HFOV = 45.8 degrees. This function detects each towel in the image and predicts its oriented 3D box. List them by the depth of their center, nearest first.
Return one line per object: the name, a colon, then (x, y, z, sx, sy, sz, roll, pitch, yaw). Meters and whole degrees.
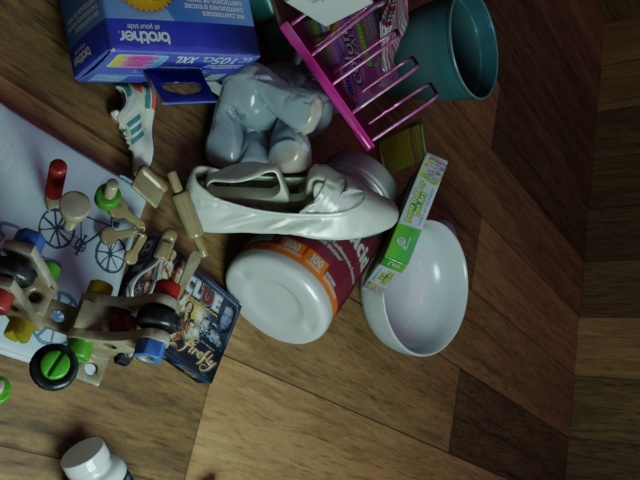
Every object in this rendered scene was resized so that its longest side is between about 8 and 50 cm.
towel: (0.176, -0.502, 1.739, 0.144, 0.029, 0.197, 80, 27, -55)
towel: (0.221, -0.244, 2.025, 0.237, 0.021, 0.102, -29, 109, -50)

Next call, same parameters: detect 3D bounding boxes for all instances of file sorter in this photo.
file sorter: (0.081, -0.364, 1.510, 0.290, 0.182, 0.202, 53, 13, -15)

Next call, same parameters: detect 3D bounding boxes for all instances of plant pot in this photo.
plant pot: (0.280, -0.474, 1.927, 0.272, 0.255, 0.271, 6, 82, -52)

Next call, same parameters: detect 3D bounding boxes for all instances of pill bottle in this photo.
pill bottle: (-0.331, 0.391, 1.165, 0.094, 0.094, 0.169, -44, 122, -46)
pill bottle: (0.000, 0.000, 1.534, 0.392, 0.224, 0.224, -54, 128, -41)

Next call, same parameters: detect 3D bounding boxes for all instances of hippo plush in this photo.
hippo plush: (-0.107, -0.251, 1.479, 0.294, 0.234, 0.236, 38, 23, 5)

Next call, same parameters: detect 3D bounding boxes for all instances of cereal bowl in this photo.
cereal bowl: (0.214, 0.114, 1.866, 0.339, 0.141, 0.338, 1, 89, -44)

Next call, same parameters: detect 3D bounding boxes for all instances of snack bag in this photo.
snack bag: (-0.420, 0.003, 1.126, 0.323, 0.037, 0.342, 35, 61, -47)

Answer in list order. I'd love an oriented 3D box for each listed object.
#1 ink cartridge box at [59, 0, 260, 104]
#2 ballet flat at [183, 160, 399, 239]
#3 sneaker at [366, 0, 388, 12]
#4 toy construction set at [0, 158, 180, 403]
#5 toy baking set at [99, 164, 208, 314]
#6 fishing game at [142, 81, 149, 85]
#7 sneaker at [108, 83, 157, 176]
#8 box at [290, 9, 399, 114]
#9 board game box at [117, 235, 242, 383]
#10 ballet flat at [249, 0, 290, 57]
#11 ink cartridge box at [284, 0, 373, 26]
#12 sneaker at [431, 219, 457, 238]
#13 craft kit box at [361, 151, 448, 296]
ink cartridge box: (-0.262, -0.399, 1.198, 0.270, 0.151, 0.395, -10, 90, -39)
ballet flat: (-0.051, -0.078, 1.357, 0.139, 0.401, 0.139, -179, -90, -86)
sneaker: (0.125, -0.560, 1.712, 0.058, 0.052, 0.135, 52, 40, -24)
toy construction set: (-0.349, 0.073, 1.072, 0.258, 0.237, 0.308, -3, 72, -25)
toy baking set: (-0.271, 0.005, 1.266, 0.197, 0.030, 0.256, -40, 115, -42)
fishing game: (-0.308, -0.414, 1.281, 0.189, 0.041, 0.264, 34, 68, -37)
sneaker: (-0.321, -0.187, 1.274, 0.075, 0.057, 0.161, 4, 90, -29)
box: (0.054, -0.425, 1.735, 0.243, 0.117, 0.213, -39, 118, -47)
board game box: (-0.251, 0.126, 1.339, 0.243, 0.042, 0.165, 47, 51, -41)
ballet flat: (-0.110, -0.463, 1.583, 0.052, 0.057, 0.168, -86, 158, -60)
ink cartridge box: (-0.042, -0.516, 1.252, 0.283, 0.117, 0.207, 16, 66, -47)
sneaker: (0.294, 0.092, 2.045, 0.152, 0.114, 0.305, 6, 77, -41)
craft kit box: (0.175, -0.028, 1.608, 0.246, 0.061, 0.249, 105, 8, -70)
